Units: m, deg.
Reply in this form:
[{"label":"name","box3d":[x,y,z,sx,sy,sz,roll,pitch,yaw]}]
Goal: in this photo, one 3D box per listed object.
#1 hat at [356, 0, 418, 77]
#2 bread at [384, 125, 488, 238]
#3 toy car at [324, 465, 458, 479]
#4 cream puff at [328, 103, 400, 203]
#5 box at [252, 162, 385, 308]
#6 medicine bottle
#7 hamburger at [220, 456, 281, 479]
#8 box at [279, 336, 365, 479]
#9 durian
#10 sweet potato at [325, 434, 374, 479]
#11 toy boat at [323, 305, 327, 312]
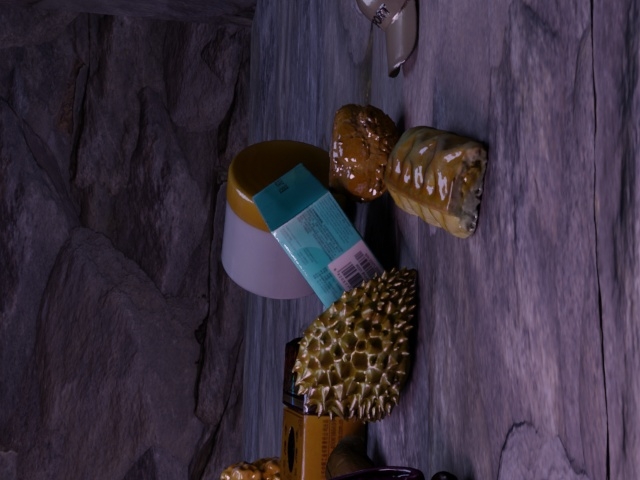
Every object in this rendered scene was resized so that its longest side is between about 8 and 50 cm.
[{"label":"hat","box3d":[0.101,-0.346,1.777,0.147,0.084,0.175,124,149,-70]},{"label":"bread","box3d":[0.144,-0.078,1.456,0.232,0.087,0.128,-139,45,-72]},{"label":"toy car","box3d":[0.070,0.431,1.307,0.341,0.271,0.240,-106,1,-70]},{"label":"cream puff","box3d":[0.071,-0.138,1.789,0.165,0.115,0.150,91,-179,-50]},{"label":"box","box3d":[0.000,0.000,1.879,0.205,0.118,0.311,56,179,-15]},{"label":"medicine bottle","box3d":[-0.072,-0.042,2.226,0.238,0.237,0.232,-98,14,-49]},{"label":"hamburger","box3d":[-0.095,0.505,2.248,0.237,0.237,0.149,146,127,-78]},{"label":"box","box3d":[-0.001,0.384,2.020,0.264,0.115,0.416,158,114,-80]},{"label":"durian","box3d":[0.056,0.182,1.695,0.166,0.172,0.306,-62,-20,-47]},{"label":"sweet potato","box3d":[0.071,0.409,1.742,0.112,0.085,0.286,58,-176,-40]},{"label":"toy boat","box3d":[0.031,0.101,2.092,0.066,0.059,0.140,-153,65,-66]}]
